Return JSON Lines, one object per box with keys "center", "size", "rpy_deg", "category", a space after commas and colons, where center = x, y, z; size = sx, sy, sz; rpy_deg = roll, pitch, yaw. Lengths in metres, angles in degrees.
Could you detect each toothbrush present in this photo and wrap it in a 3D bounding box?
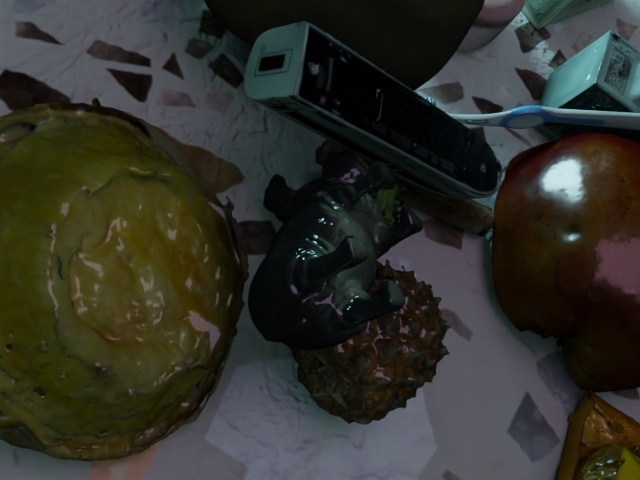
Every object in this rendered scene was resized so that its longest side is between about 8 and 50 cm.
{"center": [0.296, -0.170, 1.201], "size": [0.386, 0.040, 0.040], "rpy_deg": [4, 61, -1], "category": "toothbrush"}

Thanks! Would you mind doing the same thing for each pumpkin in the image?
{"center": [0.376, 0.285, 0.993], "size": [0.139, 0.190, 0.280], "rpy_deg": [34, 53, -8], "category": "pumpkin"}

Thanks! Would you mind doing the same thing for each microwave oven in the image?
{"center": [0.456, -0.188, 1.303], "size": [0.208, 0.162, 0.122], "rpy_deg": [32, 62, -14], "category": "microwave oven"}

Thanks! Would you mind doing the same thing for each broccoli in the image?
{"center": [0.064, -0.040, 1.050], "size": [0.097, 0.092, 0.095], "rpy_deg": [8, 40, -12], "category": "broccoli"}

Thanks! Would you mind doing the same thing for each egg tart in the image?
{"center": [-0.187, 0.031, 0.788], "size": [0.345, 0.132, 0.345], "rpy_deg": [8, 77, -41], "category": "egg tart"}

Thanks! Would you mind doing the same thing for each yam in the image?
{"center": [0.112, -0.070, 1.122], "size": [0.264, 0.046, 0.046], "rpy_deg": [23, 56, -19], "category": "yam"}

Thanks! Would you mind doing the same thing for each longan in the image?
{"center": [0.020, -0.337, 1.049], "size": [0.361, 0.361, 0.361], "rpy_deg": [13, 60, -23], "category": "longan"}

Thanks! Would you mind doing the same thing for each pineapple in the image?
{"center": [0.065, 0.101, 0.939], "size": [0.193, 0.166, 0.166], "rpy_deg": [-32, 83, -39], "category": "pineapple"}

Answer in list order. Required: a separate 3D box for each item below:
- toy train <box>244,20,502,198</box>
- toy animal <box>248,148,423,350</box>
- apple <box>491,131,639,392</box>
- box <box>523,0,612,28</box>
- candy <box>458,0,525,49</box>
{"center": [0.081, -0.128, 1.011], "size": [0.407, 0.088, 0.086], "rpy_deg": [21, 73, -47], "category": "toy train"}
{"center": [0.014, -0.011, 0.878], "size": [0.106, 0.168, 0.343], "rpy_deg": [53, 14, -20], "category": "toy animal"}
{"center": [0.399, 0.025, 1.189], "size": [0.328, 0.295, 0.365], "rpy_deg": [15, 48, 24], "category": "apple"}
{"center": [0.470, -0.454, 1.446], "size": [0.256, 0.164, 0.069], "rpy_deg": [-26, 82, -36], "category": "box"}
{"center": [0.197, -0.405, 1.312], "size": [0.255, 0.094, 0.255], "rpy_deg": [13, 60, -23], "category": "candy"}
